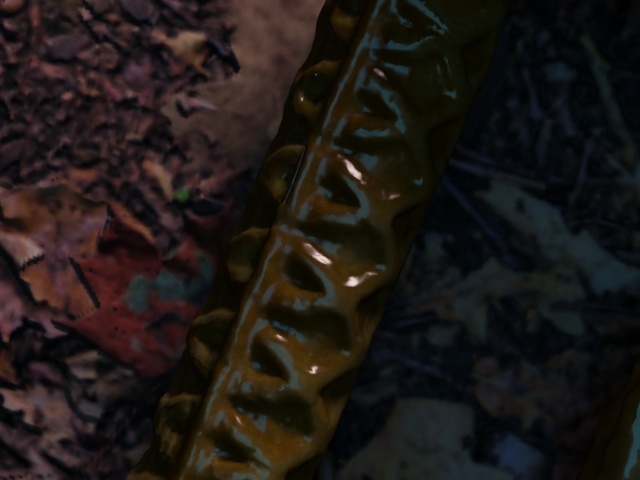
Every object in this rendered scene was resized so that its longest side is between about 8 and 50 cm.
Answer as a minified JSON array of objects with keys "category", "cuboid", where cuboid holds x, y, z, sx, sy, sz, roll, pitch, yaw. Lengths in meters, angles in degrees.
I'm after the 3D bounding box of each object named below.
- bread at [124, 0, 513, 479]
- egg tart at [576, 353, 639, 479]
[{"category":"bread","cuboid":[-0.001,-0.001,0.432,0.077,0.084,0.368,24,89,-35]},{"category":"egg tart","cuboid":[0.321,0.167,0.352,0.443,0.178,0.443,0,87,4]}]
